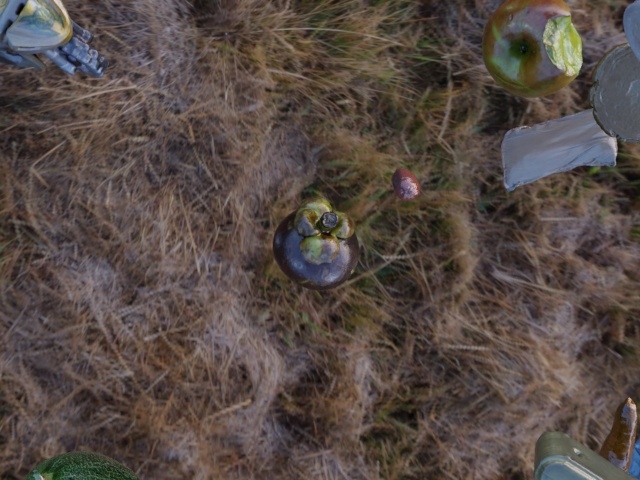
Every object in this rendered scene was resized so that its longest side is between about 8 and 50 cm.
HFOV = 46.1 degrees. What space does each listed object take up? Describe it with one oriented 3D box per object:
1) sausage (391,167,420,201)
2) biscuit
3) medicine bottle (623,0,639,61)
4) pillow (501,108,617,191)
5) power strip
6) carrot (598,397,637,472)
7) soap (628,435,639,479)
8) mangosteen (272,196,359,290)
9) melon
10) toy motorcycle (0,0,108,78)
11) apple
[{"bbox_3d":[0.191,-0.127,1.711,0.054,0.094,0.059,30,116,-25],"label":"sausage"},{"bbox_3d":[0.649,-0.301,1.514,0.226,0.042,0.225,1,115,2],"label":"biscuit"},{"bbox_3d":[0.513,-0.305,0.847,0.324,0.179,0.124,-32,150,4],"label":"medicine bottle"},{"bbox_3d":[0.545,-0.212,1.713,0.270,0.173,0.067,-12,144,17],"label":"pillow"},{"bbox_3d":[0.412,0.350,0.845,0.388,0.092,0.066,32,107,9],"label":"power strip"},{"bbox_3d":[0.366,0.278,0.947,0.047,0.047,0.191,-3,121,-6],"label":"carrot"},{"bbox_3d":[0.656,0.420,1.446,0.293,0.077,0.156,-23,123,-45],"label":"soap"},{"bbox_3d":[0.000,0.000,1.608,0.192,0.192,0.217,17,141,-11],"label":"mangosteen"},{"bbox_3d":[-0.282,0.368,0.931,0.182,0.182,0.287,-25,123,0],"label":"melon"},{"bbox_3d":[-0.319,-0.233,0.738,0.229,0.130,0.094,27,87,0],"label":"toy motorcycle"},{"bbox_3d":[0.509,-0.463,1.760,0.226,0.246,0.246,-34,112,-40],"label":"apple"}]
